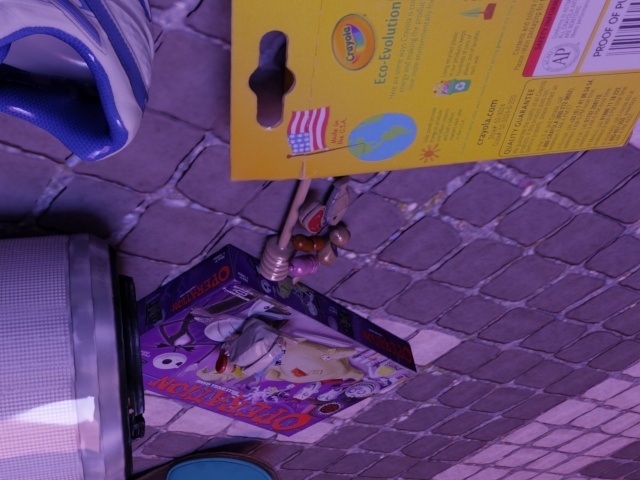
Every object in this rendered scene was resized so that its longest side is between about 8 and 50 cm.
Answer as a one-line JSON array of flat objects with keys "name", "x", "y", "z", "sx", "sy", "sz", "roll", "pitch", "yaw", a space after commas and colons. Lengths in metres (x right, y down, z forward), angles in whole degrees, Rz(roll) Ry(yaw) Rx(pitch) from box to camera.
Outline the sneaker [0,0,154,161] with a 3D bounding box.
[{"name": "sneaker", "x": -0.212, "y": -0.139, "z": 0.441, "sx": 0.296, "sy": 0.131, "sz": 0.112, "roll": 19, "pitch": 136, "yaw": -37}]

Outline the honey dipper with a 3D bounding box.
[{"name": "honey dipper", "x": -0.026, "y": -0.022, "z": 0.765, "sx": 0.030, "sy": 0.030, "sz": 0.161, "roll": -1, "pitch": 141, "yaw": -19}]

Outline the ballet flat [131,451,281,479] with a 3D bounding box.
[{"name": "ballet flat", "x": -0.207, "y": 0.378, "z": 1.214, "sx": 0.342, "sy": 0.116, "sz": 0.124, "roll": -19, "pitch": 166, "yaw": 8}]

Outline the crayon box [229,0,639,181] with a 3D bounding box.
[{"name": "crayon box", "x": 0.090, "y": -0.144, "z": 0.583, "sx": 0.318, "sy": 0.081, "sz": 0.202, "roll": -7, "pitch": 145, "yaw": -12}]

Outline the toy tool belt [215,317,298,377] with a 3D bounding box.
[{"name": "toy tool belt", "x": -0.063, "y": 0.115, "z": 0.848, "sx": 0.051, "sy": 0.052, "sz": 0.083, "roll": 22, "pitch": 133, "yaw": -30}]

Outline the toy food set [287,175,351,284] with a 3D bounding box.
[{"name": "toy food set", "x": 0.000, "y": 0.000, "z": 0.782, "sx": 0.078, "sy": 0.019, "sz": 0.122, "roll": -36, "pitch": 155, "yaw": -22}]

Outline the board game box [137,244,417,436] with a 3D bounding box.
[{"name": "board game box", "x": -0.064, "y": 0.130, "z": 0.954, "sx": 0.208, "sy": 0.056, "sz": 0.347, "roll": -28, "pitch": 144, "yaw": 26}]

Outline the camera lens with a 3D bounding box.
[{"name": "camera lens", "x": -0.286, "y": 0.110, "z": 0.687, "sx": 0.274, "sy": 0.219, "sz": 0.219, "roll": -4, "pitch": 145, "yaw": -14}]
